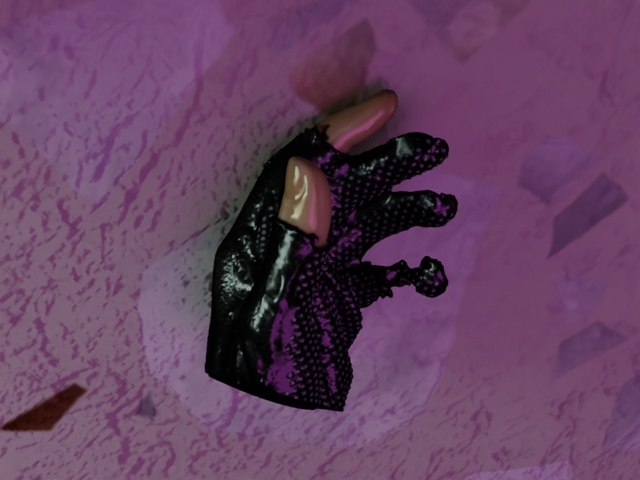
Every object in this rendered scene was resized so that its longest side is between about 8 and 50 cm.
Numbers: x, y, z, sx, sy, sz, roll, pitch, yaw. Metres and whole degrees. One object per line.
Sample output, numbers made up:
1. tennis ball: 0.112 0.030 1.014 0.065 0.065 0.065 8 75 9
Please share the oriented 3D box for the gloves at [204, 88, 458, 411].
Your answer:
1. gloves: 0.000 0.000 0.732 0.129 0.106 0.180 20 87 -39
